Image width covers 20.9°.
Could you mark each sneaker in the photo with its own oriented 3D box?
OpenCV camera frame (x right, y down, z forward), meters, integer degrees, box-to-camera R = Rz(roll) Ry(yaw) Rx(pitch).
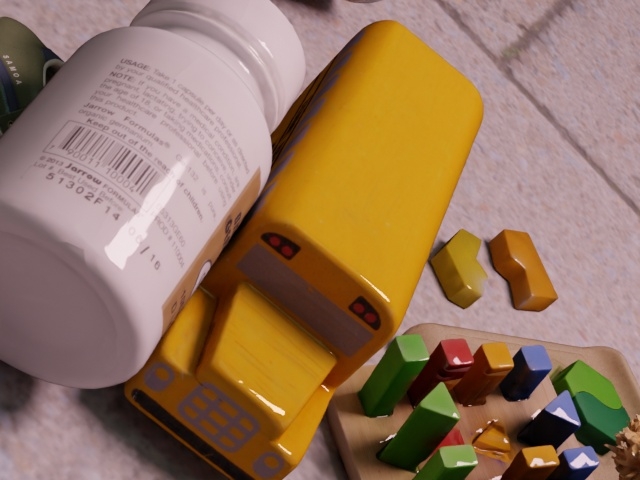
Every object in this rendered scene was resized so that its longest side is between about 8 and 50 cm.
[{"bbox_3d":[-0.189,-0.066,0.980,0.086,0.064,0.192,32,33,-12],"label":"sneaker"}]

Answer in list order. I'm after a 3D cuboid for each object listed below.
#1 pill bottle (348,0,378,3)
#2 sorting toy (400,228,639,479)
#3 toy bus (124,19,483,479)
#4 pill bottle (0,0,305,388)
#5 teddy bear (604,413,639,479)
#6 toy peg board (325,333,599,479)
[{"bbox_3d":[-0.047,-0.282,1.269,0.278,0.162,0.162,12,47,-39],"label":"pill bottle"},{"bbox_3d":[0.156,0.111,1.195,0.229,0.041,0.307,7,50,-43],"label":"sorting toy"},{"bbox_3d":[0.000,0.000,1.060,0.108,0.130,0.332,40,35,-10],"label":"toy bus"},{"bbox_3d":[-0.101,-0.041,0.948,0.131,0.131,0.229,40,50,-10],"label":"pill bottle"},{"bbox_3d":[0.206,0.249,0.920,0.245,0.113,0.338,48,41,-6],"label":"teddy bear"},{"bbox_3d":[0.105,0.126,1.051,0.161,0.079,0.161,-4,57,-27],"label":"toy peg board"}]
